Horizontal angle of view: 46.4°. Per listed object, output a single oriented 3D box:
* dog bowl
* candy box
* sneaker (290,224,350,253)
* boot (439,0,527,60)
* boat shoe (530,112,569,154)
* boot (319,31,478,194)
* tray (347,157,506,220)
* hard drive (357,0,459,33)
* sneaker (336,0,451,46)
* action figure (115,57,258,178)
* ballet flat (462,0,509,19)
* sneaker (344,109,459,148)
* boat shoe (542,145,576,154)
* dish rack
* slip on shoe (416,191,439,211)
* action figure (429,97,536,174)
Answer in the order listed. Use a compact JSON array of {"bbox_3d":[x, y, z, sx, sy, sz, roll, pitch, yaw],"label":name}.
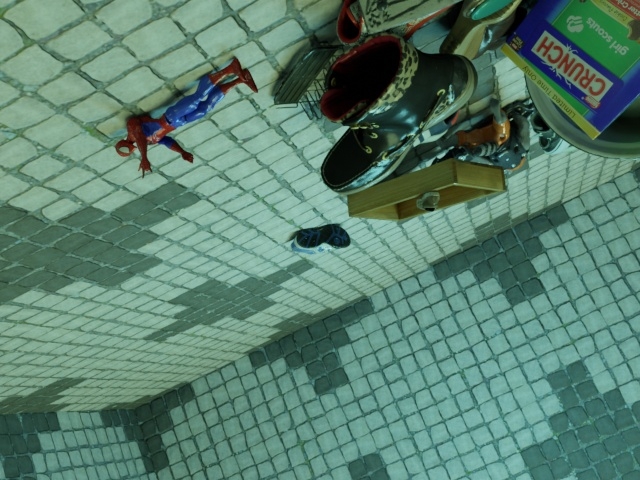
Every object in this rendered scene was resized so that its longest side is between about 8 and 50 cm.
[{"bbox_3d":[0.638,-0.380,1.534,0.150,0.408,0.408,-32,173,-46],"label":"dog bowl"},{"bbox_3d":[0.544,-0.401,1.411,0.122,0.268,0.317,-33,165,-44],"label":"candy box"},{"bbox_3d":[0.000,0.000,2.352,0.211,0.080,0.081,0,159,-33],"label":"sneaker"},{"bbox_3d":[0.354,-0.453,1.468,0.207,0.090,0.248,-26,166,-44],"label":"boot"},{"bbox_3d":[0.648,-0.351,2.107,0.119,0.121,0.335,-15,152,-2],"label":"boat shoe"},{"bbox_3d":[0.089,-0.229,1.387,0.377,0.138,0.284,-36,161,27],"label":"boot"},{"bbox_3d":[0.282,-0.133,2.062,0.203,0.076,0.411,3,169,-38],"label":"tray"},{"bbox_3d":[0.163,-0.437,1.132,0.254,0.054,0.172,-23,130,2],"label":"hard drive"},{"bbox_3d":[0.138,-0.411,1.239,0.145,0.090,0.270,-12,163,-41],"label":"sneaker"},{"bbox_3d":[-0.238,-0.195,1.328,0.280,0.139,0.091,-25,162,12],"label":"action figure"},{"bbox_3d":[0.337,-0.469,1.265,0.316,0.106,0.107,-30,173,-26],"label":"ballet flat"},{"bbox_3d":[0.190,-0.268,1.656,0.350,0.131,0.148,-32,170,-38],"label":"sneaker"},{"bbox_3d":[0.851,-0.383,2.195,0.187,0.156,0.500,-19,175,-32],"label":"boat shoe"},{"bbox_3d":[0.049,-0.308,1.463,0.271,0.074,0.208,-11,158,-35],"label":"dish rack"},{"bbox_3d":[0.284,-0.093,1.956,0.051,0.041,0.135,-3,170,-8],"label":"slip on shoe"},{"bbox_3d":[0.436,-0.241,2.027,0.341,0.178,0.330,-37,149,29],"label":"action figure"}]
